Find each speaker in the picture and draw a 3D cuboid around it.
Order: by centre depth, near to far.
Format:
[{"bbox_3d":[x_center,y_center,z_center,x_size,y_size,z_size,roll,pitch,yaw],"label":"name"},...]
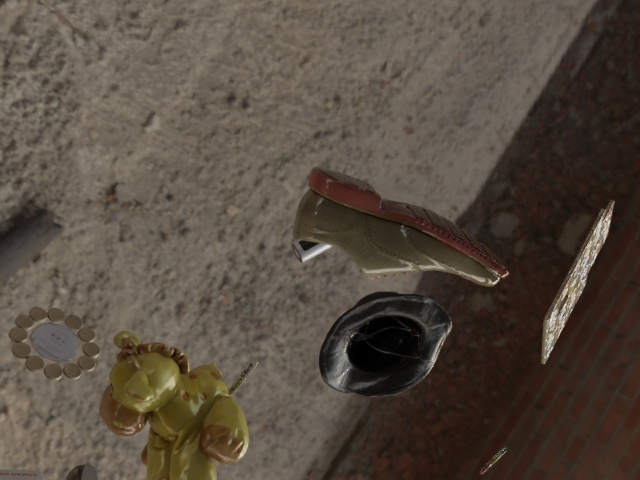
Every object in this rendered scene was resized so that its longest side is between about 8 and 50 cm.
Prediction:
[{"bbox_3d":[0.000,0.000,2.165,0.136,0.055,0.055,-28,129,-13],"label":"speaker"}]

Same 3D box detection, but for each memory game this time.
[{"bbox_3d":[-0.532,0.206,1.776,0.186,0.186,0.012,0,137,-42],"label":"memory game"}]

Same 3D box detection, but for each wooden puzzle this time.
[{"bbox_3d":[0.259,0.331,1.326,0.049,0.006,0.083,-41,160,-8],"label":"wooden puzzle"}]

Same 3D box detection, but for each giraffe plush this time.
[{"bbox_3d":[-0.193,0.202,1.094,0.170,0.181,0.210,36,70,-33],"label":"giraffe plush"}]

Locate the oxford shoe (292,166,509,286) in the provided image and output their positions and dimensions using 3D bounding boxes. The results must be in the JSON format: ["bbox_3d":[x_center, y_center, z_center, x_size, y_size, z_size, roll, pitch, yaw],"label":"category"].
[{"bbox_3d":[0.123,0.007,1.380,0.348,0.123,0.130,24,102,-5],"label":"oxford shoe"}]

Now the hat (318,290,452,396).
[{"bbox_3d":[0.134,0.212,2.066,0.331,0.134,0.331,-9,130,-11],"label":"hat"}]

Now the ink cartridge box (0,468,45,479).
[{"bbox_3d":[-0.363,0.321,1.038,0.088,0.122,0.052,13,102,-35],"label":"ink cartridge box"}]

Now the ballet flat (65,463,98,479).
[{"bbox_3d":[-0.472,0.535,1.660,0.058,0.250,0.084,-17,134,16],"label":"ballet flat"}]

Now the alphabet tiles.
[{"bbox_3d":[0.395,0.060,1.360,0.237,0.009,0.198,-58,156,-16],"label":"alphabet tiles"}]
